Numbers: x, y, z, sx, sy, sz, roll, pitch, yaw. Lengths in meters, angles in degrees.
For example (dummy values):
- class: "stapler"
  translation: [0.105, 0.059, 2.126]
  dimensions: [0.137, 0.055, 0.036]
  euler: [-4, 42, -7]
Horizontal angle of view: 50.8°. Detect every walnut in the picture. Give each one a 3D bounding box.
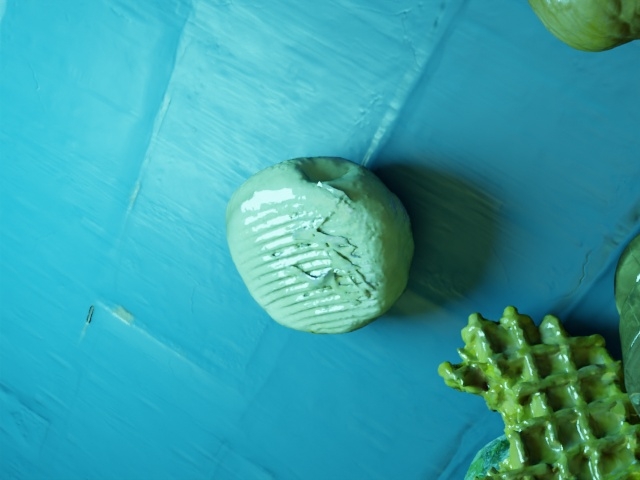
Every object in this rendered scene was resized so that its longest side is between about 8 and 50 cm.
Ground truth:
- class: "walnut"
  translation: [0.294, -0.304, 0.713]
  dimensions: [0.167, 0.167, 0.207]
  euler: [-27, 94, 26]

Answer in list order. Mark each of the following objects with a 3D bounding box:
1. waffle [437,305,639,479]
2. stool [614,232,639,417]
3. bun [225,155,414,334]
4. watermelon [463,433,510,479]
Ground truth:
- class: "waffle"
  translation: [0.262, 0.251, 0.827]
  dimensions: [0.261, 0.324, 0.151]
  euler: [6, 148, 15]
- class: "stool"
  translation: [0.420, 0.091, 0.732]
  dimensions: [0.179, 0.264, 0.179]
  euler: [7, 109, 20]
- class: "bun"
  translation: [0.005, 0.003, 0.926]
  dimensions: [0.273, 0.168, 0.272]
  euler: [13, 124, 20]
- class: "watermelon"
  translation: [0.302, 0.461, 0.946]
  dimensions: [0.319, 0.214, 0.289]
  euler: [58, 134, 47]
